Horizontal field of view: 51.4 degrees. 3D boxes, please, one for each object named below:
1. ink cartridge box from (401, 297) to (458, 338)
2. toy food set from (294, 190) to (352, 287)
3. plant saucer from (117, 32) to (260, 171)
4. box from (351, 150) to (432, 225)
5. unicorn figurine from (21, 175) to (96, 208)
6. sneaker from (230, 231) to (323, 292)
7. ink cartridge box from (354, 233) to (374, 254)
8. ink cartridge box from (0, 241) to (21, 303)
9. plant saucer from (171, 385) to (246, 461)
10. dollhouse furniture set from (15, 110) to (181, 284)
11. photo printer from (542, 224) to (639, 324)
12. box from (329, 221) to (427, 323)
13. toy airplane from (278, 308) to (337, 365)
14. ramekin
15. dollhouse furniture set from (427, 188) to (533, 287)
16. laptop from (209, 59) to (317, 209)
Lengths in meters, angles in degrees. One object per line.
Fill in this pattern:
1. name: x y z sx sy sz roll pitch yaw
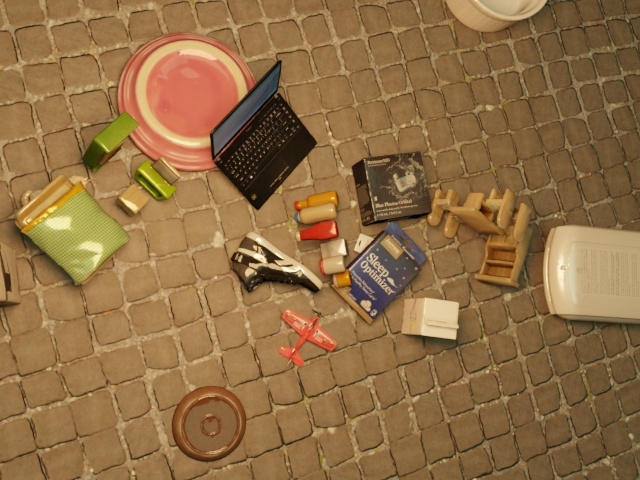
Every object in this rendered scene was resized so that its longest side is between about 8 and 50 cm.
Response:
1. ink cartridge box: 0.268 0.188 1.609 0.092 0.143 0.090 8 82 -15
2. toy food set: 0.000 0.000 1.561 0.104 0.111 0.232 -11 84 12
3. plant saucer: -0.298 -0.328 1.541 0.332 0.084 0.332 2 84 -16
4. box: 0.175 -0.128 1.647 0.156 0.093 0.158 -9 85 -17
5. unicorn figurine: -0.570 -0.086 1.447 0.162 0.060 0.111 -2 88 -19
6. sneaker: -0.111 0.087 1.554 0.217 0.079 0.121 35 79 -1
7. ink cartridge box: 0.124 0.020 1.648 0.083 0.028 0.048 23 80 -13
8. ink cartridge box: -0.714 0.076 1.258 0.223 0.307 0.129 -9 86 -16
9. plant saucer: -0.248 0.414 1.497 0.168 0.029 0.168 2 84 -15
10. dollhouse furniture set: -0.454 -0.083 1.387 0.197 0.151 0.301 46 60 -15
11. photo printer: 0.736 0.090 1.773 0.307 0.107 0.256 4 82 -15
12. box: 0.147 0.075 1.621 0.136 0.036 0.225 45 84 -11
13. toy airplane: -0.039 0.234 1.577 0.151 0.028 0.151 2 83 -14
14. ramekin: 0.461 -0.694 1.772 0.277 0.135 0.277 2 84 -16
15. dollhouse furniture set: 0.405 -0.006 1.641 0.242 0.212 0.161 31 73 -38
16. laptop: -0.118 -0.230 1.505 0.234 0.136 0.264 -50 123 -15
